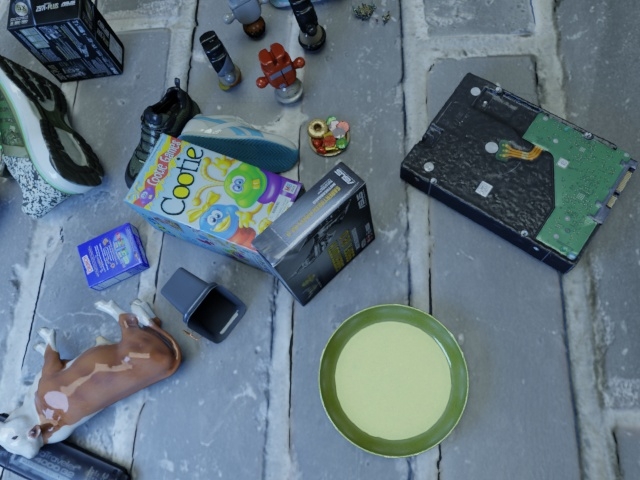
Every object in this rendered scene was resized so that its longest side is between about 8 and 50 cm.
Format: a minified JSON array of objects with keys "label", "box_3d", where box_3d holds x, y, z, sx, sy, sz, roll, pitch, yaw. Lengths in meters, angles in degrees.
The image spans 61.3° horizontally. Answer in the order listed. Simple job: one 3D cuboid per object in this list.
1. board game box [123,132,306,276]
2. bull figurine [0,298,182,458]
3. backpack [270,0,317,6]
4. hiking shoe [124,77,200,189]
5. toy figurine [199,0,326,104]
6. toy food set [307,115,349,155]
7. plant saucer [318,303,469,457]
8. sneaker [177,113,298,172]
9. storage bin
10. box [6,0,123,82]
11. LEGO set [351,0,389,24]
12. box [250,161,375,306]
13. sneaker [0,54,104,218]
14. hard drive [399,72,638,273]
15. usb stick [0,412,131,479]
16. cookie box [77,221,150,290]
[{"label":"board game box","box_3d":[-0.172,-0.059,0.959,0.275,0.144,0.142,21,74,13]},{"label":"bull figurine","box_3d":[-0.394,0.220,0.904,0.310,0.101,0.188,-23,68,-16]},{"label":"backpack","box_3d":[-0.044,-0.569,1.134,0.182,0.115,0.152,-9,59,5]},{"label":"hiking shoe","box_3d":[-0.323,-0.204,1.043,0.086,0.114,0.227,20,75,14]},{"label":"toy figurine","box_3d":[-0.110,-0.391,1.071,0.209,0.148,0.213,14,76,18]},{"label":"toy food set","box_3d":[0.017,-0.203,1.050,0.082,0.020,0.083,-10,70,4]},{"label":"plant saucer","box_3d":[0.117,0.225,0.882,0.241,0.037,0.241,-2,72,6]},{"label":"sneaker","box_3d":[-0.152,-0.194,1.033,0.228,0.087,0.092,11,49,1]},{"label":"storage bin","box_3d":[-0.207,0.110,0.919,0.091,0.135,0.098,31,78,28]},{"label":"box","box_3d":[-0.512,-0.413,1.103,0.147,0.180,0.078,-7,72,6]},{"label":"LEGO set","box_3d":[0.103,-0.476,1.135,0.083,0.023,0.054,40,82,4]},{"label":"box","box_3d":[0.000,0.000,0.871,0.183,0.231,0.056,-43,68,-9]},{"label":"sneaker","box_3d":[-0.602,-0.212,1.078,0.182,0.158,0.410,-40,65,11]},{"label":"hard drive","box_3d":[0.345,-0.127,0.960,0.339,0.064,0.237,32,78,17]},{"label":"usb stick","box_3d":[-0.449,0.369,0.901,0.278,0.045,0.077,17,66,13]},{"label":"cookie box","box_3d":[-0.387,0.030,1.010,0.107,0.040,0.092,-25,70,-2]}]
